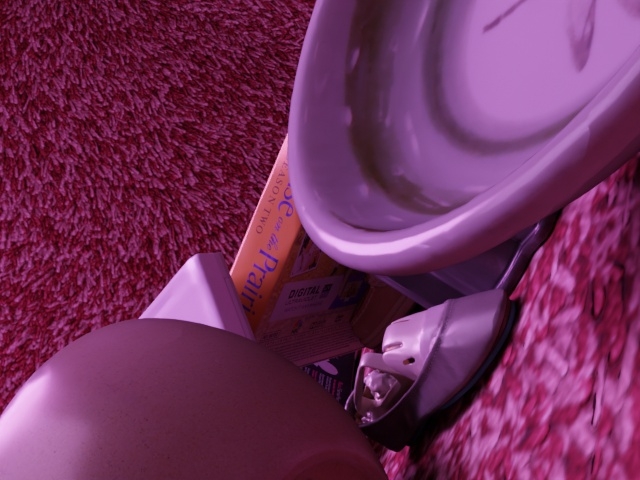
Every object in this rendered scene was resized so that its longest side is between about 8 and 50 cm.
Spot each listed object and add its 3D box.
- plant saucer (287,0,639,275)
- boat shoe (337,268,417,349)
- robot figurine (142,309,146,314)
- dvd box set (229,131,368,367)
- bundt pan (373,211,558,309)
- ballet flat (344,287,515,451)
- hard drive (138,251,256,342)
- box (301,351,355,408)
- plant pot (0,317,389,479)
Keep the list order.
[{"bbox_3d":[0.125,-0.155,0.558,0.400,0.100,0.401,-45,31,37],"label":"plant saucer"},{"bbox_3d":[0.087,-0.025,1.065,0.104,0.089,0.285,-76,11,-73],"label":"boat shoe"},{"bbox_3d":[-0.173,0.163,1.245,0.128,0.158,0.219,-34,28,46],"label":"robot figurine"},{"bbox_3d":[0.049,-0.063,1.109,0.307,0.062,0.421,-8,-55,-60],"label":"dvd box set"},{"bbox_3d":[0.115,-0.101,0.823,0.331,0.124,0.331,-157,90,-88],"label":"bundt pan"},{"bbox_3d":[0.065,0.091,0.753,0.213,0.068,0.072,117,175,-55],"label":"ballet flat"},{"bbox_3d":[-0.099,0.194,0.988,0.203,0.040,0.308,-45,59,43],"label":"hard drive"},{"bbox_3d":[-0.049,0.209,1.304,0.247,0.142,0.163,-73,5,-74],"label":"box"},{"bbox_3d":[-0.058,0.192,0.704,0.190,0.284,0.284,-5,54,46],"label":"plant pot"}]
